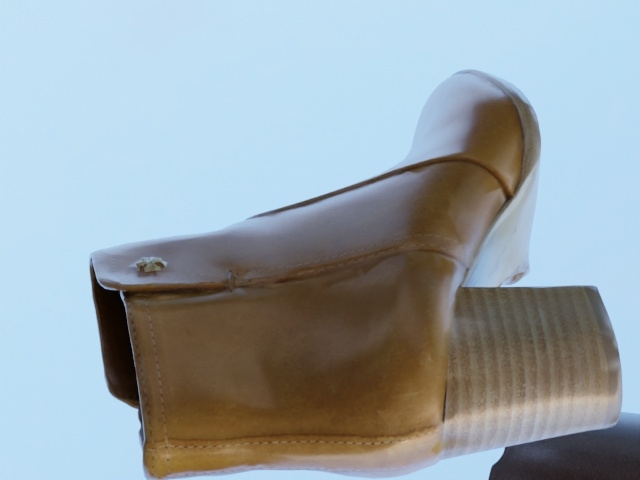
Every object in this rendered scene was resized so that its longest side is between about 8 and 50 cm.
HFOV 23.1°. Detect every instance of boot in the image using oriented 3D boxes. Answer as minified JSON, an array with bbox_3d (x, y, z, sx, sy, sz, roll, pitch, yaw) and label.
[{"bbox_3d":[0.000,0.001,0.720,0.211,0.104,0.295,-2,-150,-6],"label":"boot"}]

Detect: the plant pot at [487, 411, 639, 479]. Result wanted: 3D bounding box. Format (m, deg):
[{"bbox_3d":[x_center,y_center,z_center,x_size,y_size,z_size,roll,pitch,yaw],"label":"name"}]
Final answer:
[{"bbox_3d":[0.207,0.182,1.036,0.165,0.167,0.167,10,-122,31],"label":"plant pot"}]
